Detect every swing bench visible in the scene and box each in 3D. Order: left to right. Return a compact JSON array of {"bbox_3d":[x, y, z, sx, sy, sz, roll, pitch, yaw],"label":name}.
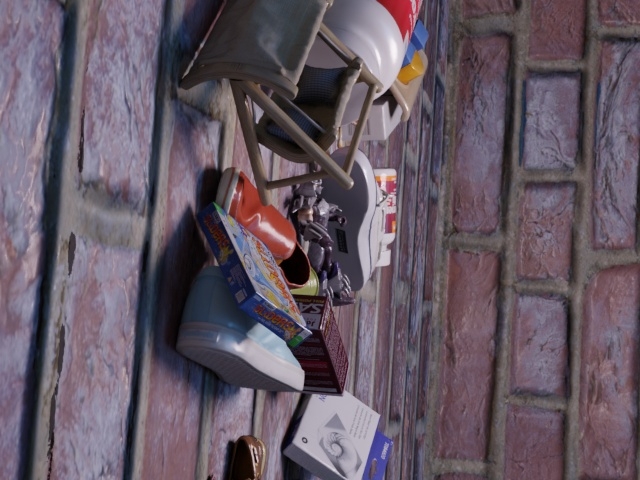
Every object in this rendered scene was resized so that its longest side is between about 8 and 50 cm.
[{"bbox_3d":[-0.048,-0.234,1.518,0.254,0.165,0.253,58,33,-35],"label":"swing bench"}]

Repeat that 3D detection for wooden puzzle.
[{"bbox_3d":[0.158,-0.479,2.301,0.347,0.081,0.322,59,26,-21],"label":"wooden puzzle"}]

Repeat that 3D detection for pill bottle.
[{"bbox_3d":[0.051,-0.389,1.854,0.407,0.229,0.229,-71,158,-47],"label":"pill bottle"},{"bbox_3d":[0.111,-0.056,2.339,0.121,0.121,0.221,-23,114,-74],"label":"pill bottle"}]

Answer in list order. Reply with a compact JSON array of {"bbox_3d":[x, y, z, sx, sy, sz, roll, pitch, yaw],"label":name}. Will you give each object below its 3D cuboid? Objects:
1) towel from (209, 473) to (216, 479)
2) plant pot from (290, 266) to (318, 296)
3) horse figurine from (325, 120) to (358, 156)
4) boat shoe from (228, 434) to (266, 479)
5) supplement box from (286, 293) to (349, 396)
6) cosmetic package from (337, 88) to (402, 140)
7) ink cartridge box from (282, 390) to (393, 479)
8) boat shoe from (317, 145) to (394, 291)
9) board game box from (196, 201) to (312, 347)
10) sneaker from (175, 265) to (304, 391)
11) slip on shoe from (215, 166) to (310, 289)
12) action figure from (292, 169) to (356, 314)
[{"bbox_3d":[-0.173,0.402,1.559,0.083,0.009,0.060,-62,151,-57],"label":"towel"},{"bbox_3d":[-0.058,0.082,1.832,0.079,0.083,0.083,-9,101,-62],"label":"plant pot"},{"bbox_3d":[0.022,-0.267,2.085,0.263,0.066,0.174,-42,139,-66],"label":"horse figurine"},{"bbox_3d":[-0.125,0.401,1.648,0.060,0.064,0.178,49,39,-62],"label":"boat shoe"},{"bbox_3d":[-0.033,0.187,1.819,0.239,0.130,0.073,74,24,-53],"label":"supplement box"},{"bbox_3d":[0.113,-0.292,2.321,0.231,0.117,0.085,-57,145,-65],"label":"cosmetic package"},{"bbox_3d":[0.050,0.402,2.043,0.045,0.224,0.223,-47,-169,33],"label":"ink cartridge box"},{"bbox_3d":[0.091,-0.069,2.163,0.156,0.136,0.367,-48,145,-39],"label":"boat shoe"},{"bbox_3d":[-0.095,0.047,1.443,0.136,0.035,0.201,41,13,-45],"label":"board game box"},{"bbox_3d":[-0.100,0.137,1.553,0.366,0.135,0.150,57,41,-67],"label":"sneaker"},{"bbox_3d":[-0.091,-0.013,1.629,0.331,0.101,0.123,64,33,-58],"label":"slip on shoe"},{"bbox_3d":[0.000,0.000,1.985,0.185,0.099,0.285,-42,130,-63],"label":"action figure"}]
